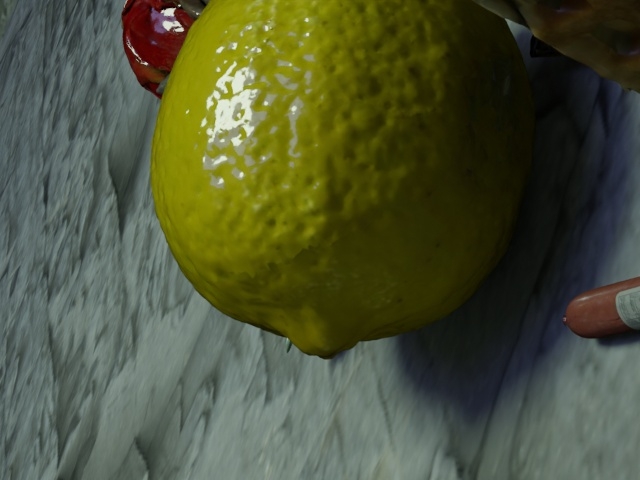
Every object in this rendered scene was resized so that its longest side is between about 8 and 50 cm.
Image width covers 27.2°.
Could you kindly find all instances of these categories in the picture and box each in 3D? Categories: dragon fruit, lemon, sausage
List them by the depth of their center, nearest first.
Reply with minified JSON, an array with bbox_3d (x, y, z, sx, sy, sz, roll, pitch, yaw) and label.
[{"bbox_3d":[0.202,0.024,0.692,0.223,0.029,0.029,-22,50,55],"label":"sausage"},{"bbox_3d":[0.016,-0.072,0.874,0.253,0.253,0.310,-26,46,54],"label":"lemon"},{"bbox_3d":[-0.121,-0.216,1.355,0.172,0.172,0.209,-54,27,23],"label":"dragon fruit"}]

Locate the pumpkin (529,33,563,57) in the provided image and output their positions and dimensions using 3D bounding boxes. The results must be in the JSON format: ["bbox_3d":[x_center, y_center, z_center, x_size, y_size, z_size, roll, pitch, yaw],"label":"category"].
[{"bbox_3d":[0.184,-0.157,0.881,0.101,0.035,0.073,11,90,61],"label":"pumpkin"}]

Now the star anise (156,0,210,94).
[{"bbox_3d":[-0.017,-0.194,1.181,0.292,0.109,0.350,-13,68,13],"label":"star anise"}]

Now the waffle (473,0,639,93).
[{"bbox_3d":[0.233,-0.142,0.564,0.308,0.212,0.091,-17,52,59],"label":"waffle"}]

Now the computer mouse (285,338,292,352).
[{"bbox_3d":[0.000,0.000,1.035,0.056,0.089,0.182,-13,58,52],"label":"computer mouse"}]
